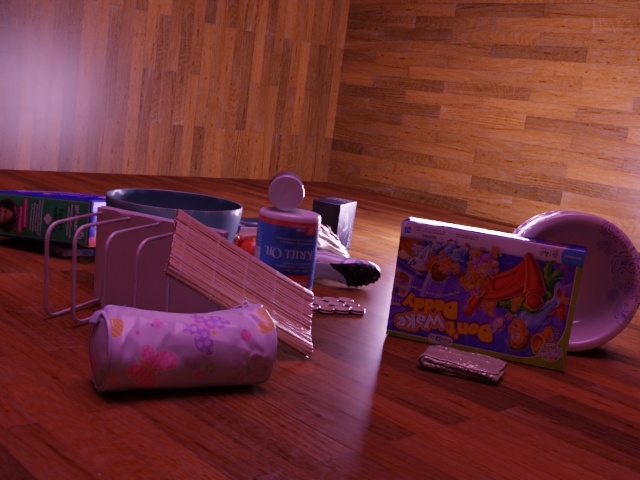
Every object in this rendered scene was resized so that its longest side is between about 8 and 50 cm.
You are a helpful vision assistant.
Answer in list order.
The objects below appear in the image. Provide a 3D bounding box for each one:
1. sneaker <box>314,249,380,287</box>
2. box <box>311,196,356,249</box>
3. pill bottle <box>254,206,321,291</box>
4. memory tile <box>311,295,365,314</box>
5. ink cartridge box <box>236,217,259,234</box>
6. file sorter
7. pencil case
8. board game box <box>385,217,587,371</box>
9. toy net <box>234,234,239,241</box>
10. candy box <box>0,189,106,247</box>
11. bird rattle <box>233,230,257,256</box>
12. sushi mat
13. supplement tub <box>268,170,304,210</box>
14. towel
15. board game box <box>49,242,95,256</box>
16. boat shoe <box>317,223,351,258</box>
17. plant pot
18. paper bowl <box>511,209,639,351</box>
[{"bbox_3d":[0.031,0.061,2.034,0.237,0.085,0.086,6,40,1],"label":"sneaker"},{"bbox_3d":[0.035,-0.046,2.497,0.093,0.155,0.158,12,11,19],"label":"box"},{"bbox_3d":[-0.072,0.050,1.632,0.124,0.221,0.124,6,9,-1],"label":"pill bottle"},{"bbox_3d":[0.016,0.141,1.794,0.148,0.012,0.113,4,10,-21],"label":"memory tile"},{"bbox_3d":[-0.211,-0.028,2.492,0.333,0.065,0.165,-2,14,-42],"label":"ink cartridge box"},{"bbox_3d":[-0.332,0.064,1.461,0.278,0.192,0.173,11,13,23],"label":"file sorter"},{"bbox_3d":[-0.199,0.155,1.206,0.273,0.124,0.113,1,11,-29],"label":"pencil case"},{"bbox_3d":[0.317,0.099,1.601,0.347,0.233,0.078,10,9,17],"label":"board game box"},{"bbox_3d":[-0.247,0.018,2.016,0.122,0.045,0.232,-19,33,9],"label":"toy net"},{"bbox_3d":[-0.630,-0.059,2.077,0.317,0.122,0.268,4,4,21],"label":"candy box"},{"bbox_3d":[-0.183,0.011,2.114,0.254,0.143,0.207,1,27,-19],"label":"bird rattle"},{"bbox_3d":[-0.126,0.075,1.395,0.317,0.019,0.151,34,33,-30],"label":"sushi mat"},{"bbox_3d":[-0.067,-0.098,1.629,0.071,0.070,0.107,7,10,-4],"label":"supplement tub"},{"bbox_3d":[0.253,0.217,1.468,0.148,0.027,0.110,10,9,18],"label":"towel"},{"bbox_3d":[-0.602,0.022,2.017,0.090,0.020,0.090,-2,12,-39],"label":"board game box"},{"bbox_3d":[0.000,0.000,2.153,0.109,0.098,0.302,-7,-17,26],"label":"boat shoe"},{"bbox_3d":[-0.323,0.005,1.788,0.291,0.195,0.290,7,9,-1],"label":"plant pot"},{"bbox_3d":[0.504,0.079,1.710,0.285,0.284,0.148,7,6,-1],"label":"paper bowl"}]
